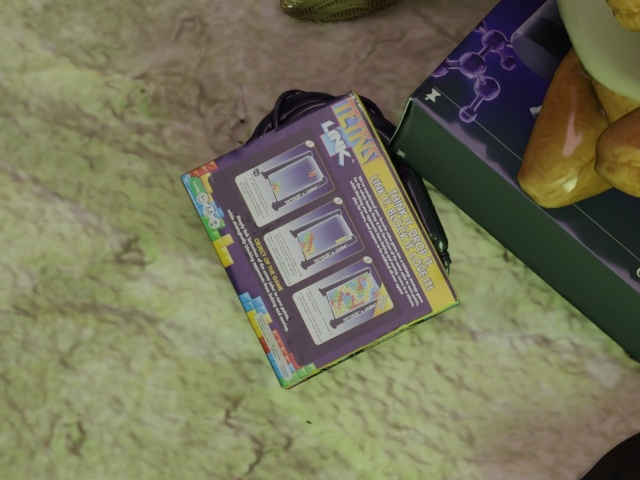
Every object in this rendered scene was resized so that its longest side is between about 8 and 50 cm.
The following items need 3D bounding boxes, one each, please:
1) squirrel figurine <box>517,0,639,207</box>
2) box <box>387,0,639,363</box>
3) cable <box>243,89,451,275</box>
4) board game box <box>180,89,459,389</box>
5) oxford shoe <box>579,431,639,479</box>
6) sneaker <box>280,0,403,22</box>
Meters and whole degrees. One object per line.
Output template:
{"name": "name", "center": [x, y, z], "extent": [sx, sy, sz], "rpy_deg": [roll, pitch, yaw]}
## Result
{"name": "squirrel figurine", "center": [0.339, -0.138, 1.053], "extent": [0.397, 0.370, 0.281], "rpy_deg": [-12, 110, -27]}
{"name": "box", "center": [0.208, -0.060, 1.280], "extent": [0.261, 0.103, 0.184], "rpy_deg": [41, 74, 7]}
{"name": "cable", "center": [0.004, -0.023, 1.332], "extent": [0.150, 0.047, 0.184], "rpy_deg": [-24, 83, 3]}
{"name": "board game box", "center": [0.000, 0.000, 1.283], "extent": [0.141, 0.048, 0.170], "rpy_deg": [-26, 82, 1]}
{"name": "oxford shoe", "center": [0.232, 0.189, 1.284], "extent": [0.212, 0.076, 0.076], "rpy_deg": [-29, 111, -5]}
{"name": "sneaker", "center": [0.079, -0.265, 1.284], "extent": [0.282, 0.099, 0.153], "rpy_deg": [-14, 71, 39]}
